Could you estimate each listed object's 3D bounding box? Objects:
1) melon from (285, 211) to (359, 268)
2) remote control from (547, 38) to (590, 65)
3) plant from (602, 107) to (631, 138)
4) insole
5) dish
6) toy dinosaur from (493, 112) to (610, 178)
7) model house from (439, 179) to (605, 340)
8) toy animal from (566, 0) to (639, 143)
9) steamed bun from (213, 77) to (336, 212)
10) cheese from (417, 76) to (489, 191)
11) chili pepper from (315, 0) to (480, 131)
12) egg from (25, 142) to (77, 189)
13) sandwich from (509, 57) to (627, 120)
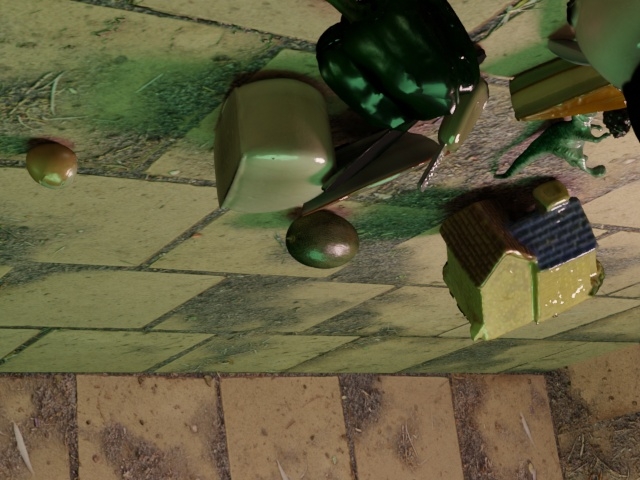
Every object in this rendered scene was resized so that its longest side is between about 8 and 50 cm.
[{"bbox_3d":[0.000,0.000,2.209,0.167,0.114,0.114,2,160,-37],"label":"melon"},{"bbox_3d":[0.381,-0.248,1.545,0.050,0.027,0.184,-4,-158,-23],"label":"remote control"},{"bbox_3d":[0.512,-0.221,1.736,0.174,0.087,0.085,-30,135,31],"label":"plant"},{"bbox_3d":[0.121,-0.172,1.633,0.309,0.012,0.110,-41,171,11],"label":"insole"},{"bbox_3d":[0.074,-0.126,1.812,0.260,0.085,0.260,-23,180,0],"label":"dish"},{"bbox_3d":[0.425,-0.142,1.961,0.129,0.076,0.383,35,149,-1],"label":"toy dinosaur"},{"bbox_3d":[0.399,0.004,2.284,0.321,0.261,0.266,-23,138,-7],"label":"model house"},{"bbox_3d":[0.443,-0.227,1.348,0.251,0.310,0.251,-21,146,-15],"label":"toy animal"},{"bbox_3d":[-0.065,-0.138,1.683,0.164,0.146,0.241,-3,161,-15],"label":"steamed bun"},{"bbox_3d":[0.197,-0.158,1.700,0.037,0.192,0.097,26,169,18],"label":"cheese"},{"bbox_3d":[0.072,-0.257,1.359,0.165,0.261,0.174,-44,-166,-21],"label":"chili pepper"},{"bbox_3d":[-0.417,-0.116,1.733,0.083,0.071,0.071,13,153,-42],"label":"egg"},{"bbox_3d":[0.387,-0.226,1.710,0.163,0.079,0.113,-21,157,32],"label":"sandwich"}]
